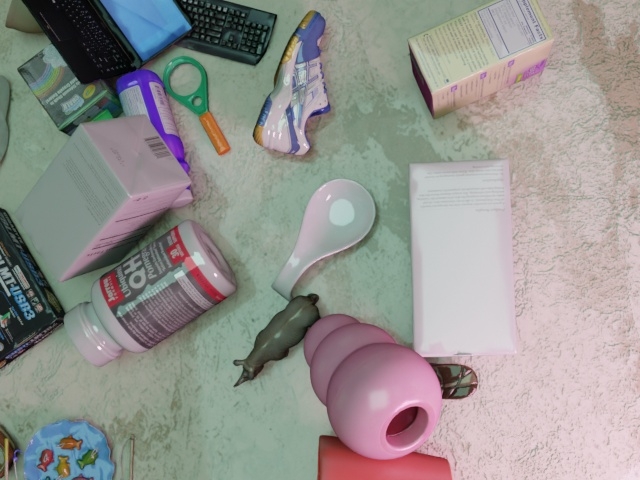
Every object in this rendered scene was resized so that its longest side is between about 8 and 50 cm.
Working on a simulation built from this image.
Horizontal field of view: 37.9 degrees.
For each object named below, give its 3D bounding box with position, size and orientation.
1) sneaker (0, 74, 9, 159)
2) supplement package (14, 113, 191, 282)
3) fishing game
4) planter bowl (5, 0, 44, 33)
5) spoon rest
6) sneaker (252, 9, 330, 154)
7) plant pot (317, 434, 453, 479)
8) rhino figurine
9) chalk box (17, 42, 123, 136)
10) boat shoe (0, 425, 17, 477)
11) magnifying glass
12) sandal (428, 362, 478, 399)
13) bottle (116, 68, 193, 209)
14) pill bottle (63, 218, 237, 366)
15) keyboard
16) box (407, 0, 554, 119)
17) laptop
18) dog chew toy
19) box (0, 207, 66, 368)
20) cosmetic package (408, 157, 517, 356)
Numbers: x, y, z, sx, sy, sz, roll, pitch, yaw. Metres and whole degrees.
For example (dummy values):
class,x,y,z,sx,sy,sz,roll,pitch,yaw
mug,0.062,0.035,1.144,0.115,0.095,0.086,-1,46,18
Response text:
class,x,y,z,sx,sy,sz,roll,pitch,yaw
sneaker,-0.729,-0.251,2.004,0.094,0.080,0.212,0,77,20
supplement package,-0.429,-0.083,1.822,0.293,0.175,0.177,-42,79,34
fishing game,-0.508,0.453,1.880,0.264,0.041,0.189,3,84,-5
planter bowl,-0.585,-0.506,1.971,0.109,0.162,0.162,21,87,-16
spoon rest,0.000,0.000,1.854,0.137,0.084,0.276,36,91,10
sneaker,-0.033,-0.315,1.896,0.131,0.112,0.296,21,89,-7
plant pot,0.113,0.494,1.708,0.243,0.275,0.275,1,84,-1
rhino figurine,-0.090,0.200,1.834,0.243,0.106,0.073,-45,79,2
chalk box,-0.500,-0.297,1.938,0.132,0.132,0.213,-37,81,2
boat shoe,-0.783,0.391,1.912,0.324,0.120,0.123,27,89,11
magnifying glass,-0.254,-0.284,1.955,0.092,0.026,0.231,-30,79,4
sandal,0.195,0.265,1.807,0.219,0.060,0.090,0,89,12
bottle,-0.335,-0.204,1.909,0.092,0.118,0.283,-20,82,5
pill bottle,-0.340,0.112,1.846,0.318,0.176,0.176,-34,80,4
keyboard,-0.244,-0.500,1.971,0.317,0.033,0.202,16,86,9
box,0.302,-0.353,1.779,0.243,0.213,0.117,-23,82,6
laptop,-0.430,-0.468,1.890,0.136,0.264,0.234,-37,88,35
dog chew toy,0.076,0.247,1.703,0.206,0.206,0.332,-48,37,1
box,-0.725,0.126,1.956,0.293,0.073,0.295,-35,80,3
cosmetic package,0.269,0.037,1.773,0.197,0.155,0.366,-1,85,9
